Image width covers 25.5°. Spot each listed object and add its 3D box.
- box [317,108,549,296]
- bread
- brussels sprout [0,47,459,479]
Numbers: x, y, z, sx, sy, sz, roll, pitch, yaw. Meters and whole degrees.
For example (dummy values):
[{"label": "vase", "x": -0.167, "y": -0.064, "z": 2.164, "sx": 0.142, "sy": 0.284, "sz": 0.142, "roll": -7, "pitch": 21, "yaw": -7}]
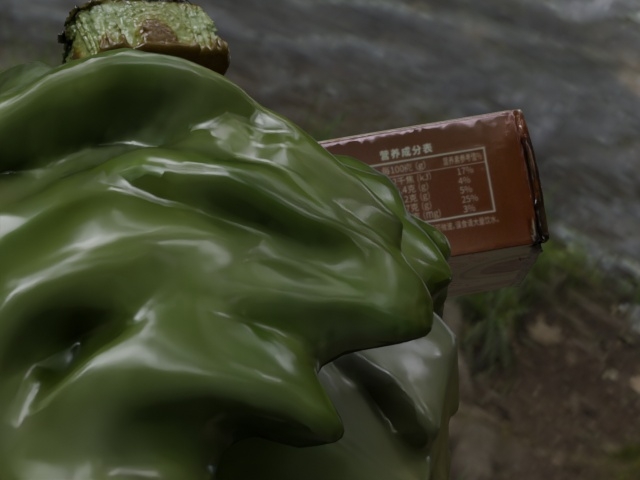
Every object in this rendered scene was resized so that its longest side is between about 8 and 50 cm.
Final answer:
[{"label": "box", "x": 0.000, "y": 0.000, "z": 1.329, "sx": 0.385, "sy": 0.344, "sz": 0.122, "roll": -9, "pitch": 81, "yaw": 2}, {"label": "bread", "x": -0.158, "y": -0.145, "z": 1.228, "sx": 0.140, "sy": 0.128, "sz": 0.069, "roll": -5, "pitch": 53, "yaw": -29}, {"label": "brussels sprout", "x": -0.125, "y": 0.096, "z": 0.606, "sx": 0.361, "sy": 0.425, "sz": 0.342, "roll": 9, "pitch": 78, "yaw": 10}]
